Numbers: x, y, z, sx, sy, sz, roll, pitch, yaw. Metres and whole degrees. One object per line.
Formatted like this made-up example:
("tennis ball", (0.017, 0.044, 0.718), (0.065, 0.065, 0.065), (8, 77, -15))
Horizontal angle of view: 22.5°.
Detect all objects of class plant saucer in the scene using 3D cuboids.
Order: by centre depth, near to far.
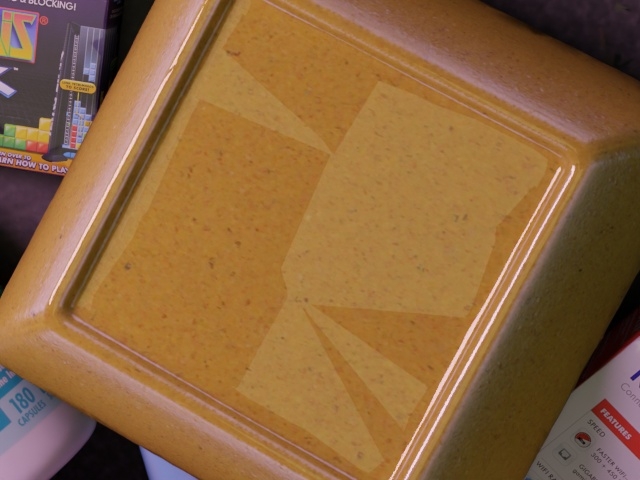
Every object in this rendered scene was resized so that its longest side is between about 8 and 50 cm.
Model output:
("plant saucer", (0.000, 0.000, 0.917), (0.333, 0.081, 0.332), (28, 95, 10))

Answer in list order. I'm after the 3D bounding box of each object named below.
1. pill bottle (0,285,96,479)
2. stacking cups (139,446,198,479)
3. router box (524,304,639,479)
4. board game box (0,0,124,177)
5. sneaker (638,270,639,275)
("pill bottle", (-0.276, 0.059, 1.037), (0.146, 0.146, 0.264), (-35, 98, 14))
("stacking cups", (-0.076, 0.133, 1.066), (0.096, 0.096, 0.316), (-13, 106, 10))
("router box", (0.219, 0.249, 1.006), (0.335, 0.082, 0.301), (46, 119, 0))
("board game box", (-0.216, -0.122, 1.035), (0.170, 0.048, 0.141), (9, 106, 5))
("sneaker", (0.194, -0.067, 0.986), (0.229, 0.086, 0.132), (38, 101, -14))
